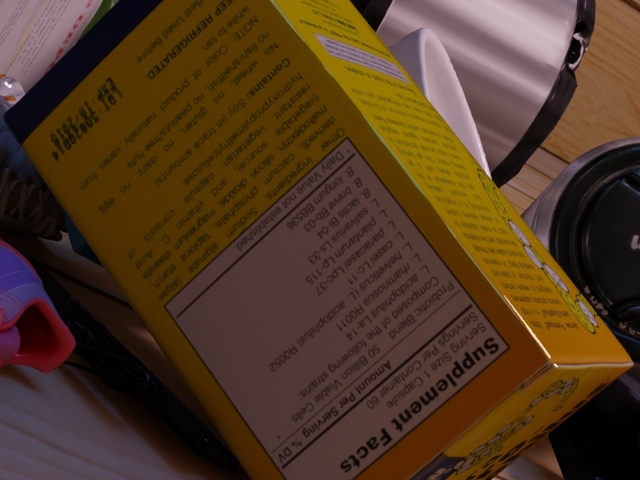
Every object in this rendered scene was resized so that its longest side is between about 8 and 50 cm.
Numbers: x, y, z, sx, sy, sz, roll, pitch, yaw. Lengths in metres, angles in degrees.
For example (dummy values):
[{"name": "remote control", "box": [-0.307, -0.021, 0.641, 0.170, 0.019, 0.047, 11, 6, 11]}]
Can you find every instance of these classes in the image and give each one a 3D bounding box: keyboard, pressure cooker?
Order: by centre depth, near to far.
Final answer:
[{"name": "keyboard", "box": [-0.134, 0.079, 1.094, 0.192, 0.038, 0.100, 39, -10, 32]}, {"name": "pressure cooker", "box": [0.079, -0.285, 2.178, 0.420, 0.375, 0.370, 25, -6, -23]}]

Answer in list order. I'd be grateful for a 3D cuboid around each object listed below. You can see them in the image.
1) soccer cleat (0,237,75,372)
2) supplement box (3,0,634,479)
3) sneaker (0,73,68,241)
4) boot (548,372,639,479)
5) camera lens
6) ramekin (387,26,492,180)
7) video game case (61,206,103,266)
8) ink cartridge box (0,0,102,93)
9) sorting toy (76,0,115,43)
[{"name": "soccer cleat", "box": [-0.210, 0.039, 0.924, 0.095, 0.083, 0.248, 40, 11, 11]}, {"name": "supplement box", "box": [0.000, 0.000, 1.126, 0.356, 0.194, 0.195, 54, 18, 17]}, {"name": "sneaker", "box": [-0.209, -0.044, 1.220, 0.121, 0.099, 0.262, 36, 13, -6]}, {"name": "boot", "box": [0.427, 0.281, 1.408, 0.445, 0.146, 0.367, 31, 4, -22]}, {"name": "camera lens", "box": [0.276, 0.039, 1.618, 0.219, 0.219, 0.274, 33, -16, 1]}, {"name": "ramekin", "box": [0.065, -0.027, 1.468, 0.277, 0.135, 0.277, -16, 90, -77]}, {"name": "video game case", "box": [-0.128, -0.014, 1.235, 0.166, 0.015, 0.119, 33, 30, -50]}, {"name": "ink cartridge box", "box": [-0.277, -0.219, 1.416, 0.131, 0.226, 0.306, 35, 11, 3]}, {"name": "sorting toy", "box": [-0.232, -0.169, 1.699, 0.365, 0.127, 0.126, 36, -13, 13]}]
